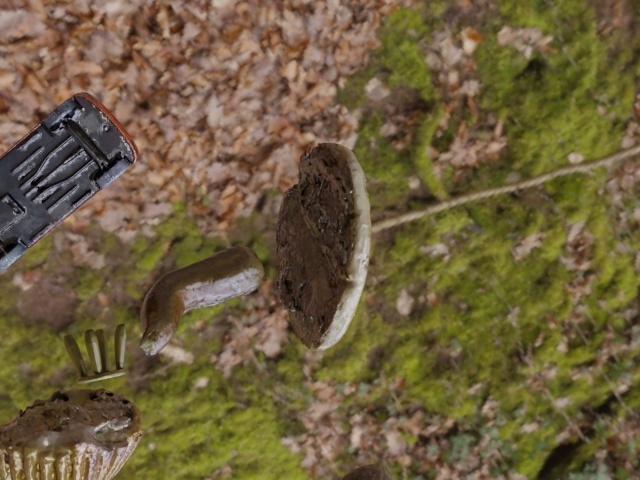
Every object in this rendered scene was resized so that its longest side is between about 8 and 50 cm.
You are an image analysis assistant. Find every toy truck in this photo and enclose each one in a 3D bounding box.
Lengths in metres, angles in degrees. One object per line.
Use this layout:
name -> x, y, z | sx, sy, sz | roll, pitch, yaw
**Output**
toy truck -> -0.338, -0.073, 1.024 | 0.252, 0.107, 0.114 | -37, -165, 9

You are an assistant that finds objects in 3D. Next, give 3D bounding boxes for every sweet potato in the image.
sweet potato -> -0.156, 0.064, 1.050 | 0.233, 0.081, 0.062 | -33, 136, -49

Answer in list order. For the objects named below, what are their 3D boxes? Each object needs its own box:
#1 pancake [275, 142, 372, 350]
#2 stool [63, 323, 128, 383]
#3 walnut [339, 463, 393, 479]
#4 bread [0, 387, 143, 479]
pancake -> -0.001, 0.000, 1.547 | 0.071, 0.382, 0.382 | 4, 158, -24
stool -> -0.478, 0.245, 1.815 | 0.135, 0.110, 0.134 | -10, 174, -5
walnut -> 0.084, 0.585, 1.800 | 0.178, 0.178, 0.230 | 122, -8, -78
bread -> -0.428, 0.344, 1.404 | 0.274, 0.149, 0.274 | -3, -171, 0
